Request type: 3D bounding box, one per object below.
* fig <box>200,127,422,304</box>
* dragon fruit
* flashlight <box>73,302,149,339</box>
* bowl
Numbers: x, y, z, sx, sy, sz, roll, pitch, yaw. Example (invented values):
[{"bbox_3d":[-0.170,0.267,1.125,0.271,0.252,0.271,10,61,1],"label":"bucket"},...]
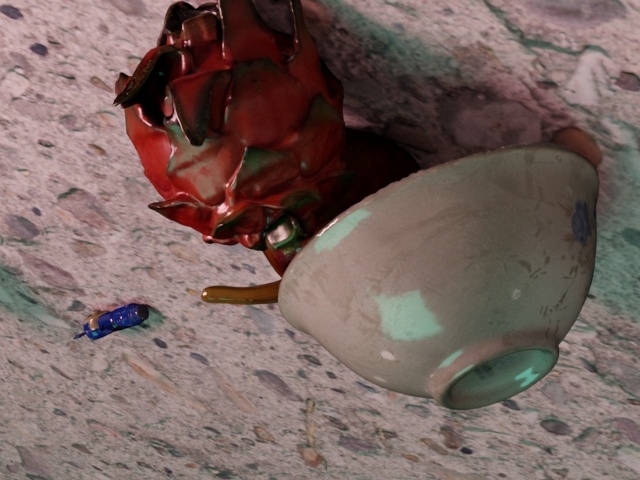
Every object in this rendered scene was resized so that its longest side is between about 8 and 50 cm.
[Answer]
[{"bbox_3d":[0.008,-0.002,1.715,0.175,0.207,0.175,16,143,12],"label":"fig"},{"bbox_3d":[-0.075,-0.112,1.588,0.192,0.274,0.193,-20,178,-2],"label":"dragon fruit"},{"bbox_3d":[-0.258,0.097,2.287,0.121,0.057,0.035,-20,95,45],"label":"flashlight"},{"bbox_3d":[0.132,0.061,1.626,0.313,0.146,0.313,-19,153,-10],"label":"bowl"}]
